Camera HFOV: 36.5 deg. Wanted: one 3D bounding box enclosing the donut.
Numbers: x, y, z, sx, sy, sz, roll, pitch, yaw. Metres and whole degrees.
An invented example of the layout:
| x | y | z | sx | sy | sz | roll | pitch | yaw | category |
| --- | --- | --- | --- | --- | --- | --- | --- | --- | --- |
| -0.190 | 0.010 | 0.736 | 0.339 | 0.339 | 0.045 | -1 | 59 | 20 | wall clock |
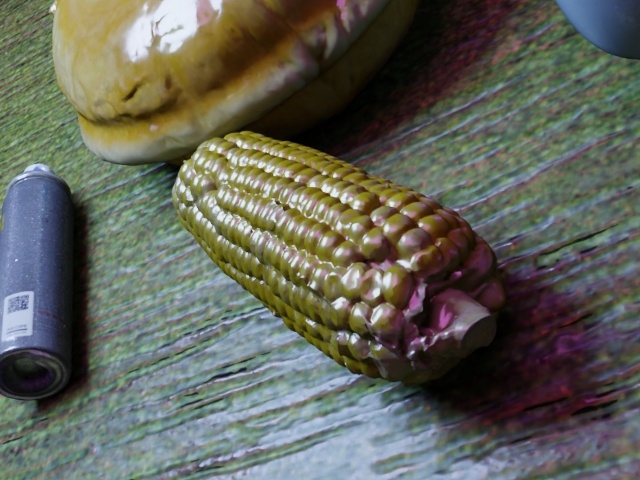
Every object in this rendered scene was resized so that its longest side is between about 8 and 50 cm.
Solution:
| x | y | z | sx | sy | sz | roll | pitch | yaw | category |
| --- | --- | --- | --- | --- | --- | --- | --- | --- | --- |
| -0.082 | -0.260 | 0.942 | 0.449 | 0.198 | 0.449 | -25 | 43 | 26 | donut |

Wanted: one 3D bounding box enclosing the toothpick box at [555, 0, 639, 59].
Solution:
| x | y | z | sx | sy | sz | roll | pitch | yaw | category |
| --- | --- | --- | --- | --- | --- | --- | --- | --- | --- |
| 0.267 | -0.255 | 0.606 | 0.354 | 0.263 | 0.263 | -18 | 46 | 29 | toothpick box |

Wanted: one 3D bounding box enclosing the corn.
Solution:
| x | y | z | sx | sy | sz | roll | pitch | yaw | category |
| --- | --- | --- | --- | --- | --- | --- | --- | --- | --- |
| 0.000 | 0.000 | 0.700 | 0.130 | 0.130 | 0.347 | -49 | 39 | -7 | corn |

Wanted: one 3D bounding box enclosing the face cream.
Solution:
| x | y | z | sx | sy | sz | roll | pitch | yaw | category |
| --- | --- | --- | --- | --- | --- | --- | --- | --- | --- |
| -0.278 | 0.025 | 0.945 | 0.073 | 0.073 | 0.283 | -30 | 42 | 15 | face cream |
